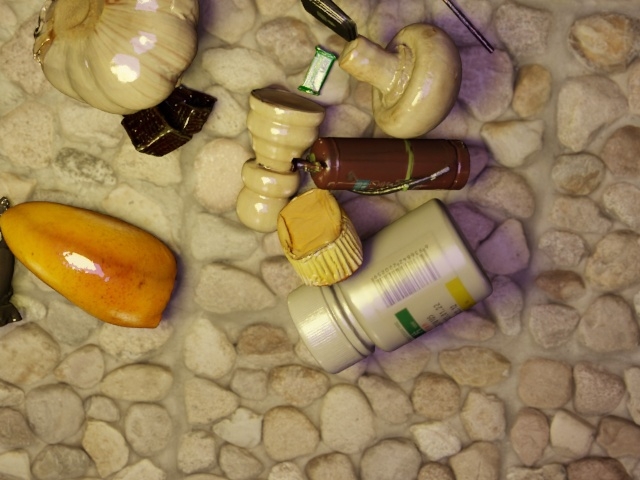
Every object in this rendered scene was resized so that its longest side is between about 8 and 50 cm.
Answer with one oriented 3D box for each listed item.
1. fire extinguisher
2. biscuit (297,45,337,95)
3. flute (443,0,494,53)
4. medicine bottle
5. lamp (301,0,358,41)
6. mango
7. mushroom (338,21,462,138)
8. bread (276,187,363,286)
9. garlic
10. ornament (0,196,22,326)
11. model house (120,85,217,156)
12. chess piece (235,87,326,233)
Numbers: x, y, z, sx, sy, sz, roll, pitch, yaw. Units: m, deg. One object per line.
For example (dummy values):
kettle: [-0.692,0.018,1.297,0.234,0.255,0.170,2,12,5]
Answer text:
fire extinguisher: [0.099,-0.132,1.825,0.341,0.141,0.105,-2,93,-18]
biscuit: [-0.005,-0.311,1.900,0.046,0.016,0.089,25,103,-1]
flute: [0.223,-0.441,1.858,0.014,0.014,0.269,-42,98,11]
medicine bottle: [0.124,0.091,1.889,0.339,0.208,0.208,-31,100,10]
lamp: [0.104,-0.448,1.748,0.283,0.203,0.124,-36,84,-1]
mango: [-0.433,0.028,1.917,0.350,0.199,0.201,29,63,-12]
mushroom: [0.152,-0.294,1.798,0.206,0.206,0.209,-35,132,10]
bread: [0.000,0.000,1.823,0.132,0.190,0.114,-26,121,5]
garlic: [-0.340,-0.367,1.781,0.321,0.241,0.322,5,102,27]
ornament: [-0.691,0.042,1.978,0.251,0.106,0.261,-5,90,19]
model house: [-0.278,-0.220,1.870,0.165,0.152,0.106,-33,106,11]
chess piece: [-0.088,-0.141,1.896,0.142,0.143,0.261,15,111,-1]
